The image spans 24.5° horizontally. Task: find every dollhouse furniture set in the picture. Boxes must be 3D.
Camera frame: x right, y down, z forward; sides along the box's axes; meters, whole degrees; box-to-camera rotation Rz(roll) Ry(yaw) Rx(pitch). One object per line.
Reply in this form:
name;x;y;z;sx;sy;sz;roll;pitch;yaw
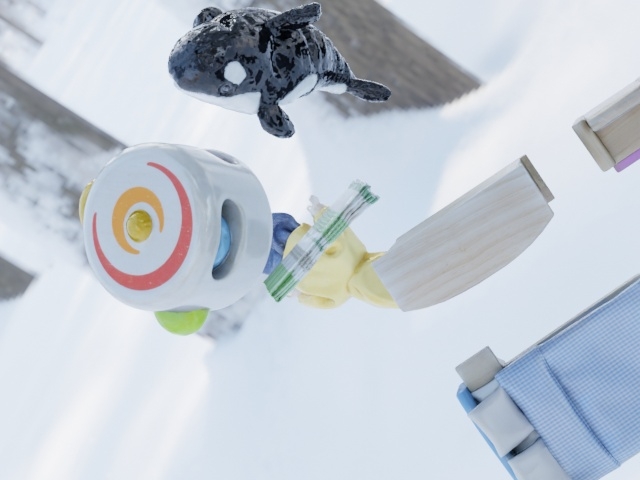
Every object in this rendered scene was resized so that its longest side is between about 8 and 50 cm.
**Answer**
dollhouse furniture set;0.230;0.069;1.184;0.286;0.303;0.198;-34;1;11

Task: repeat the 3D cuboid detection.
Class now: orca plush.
orca plush;-0.021;-0.181;1.442;0.102;0.287;0.151;-39;57;31

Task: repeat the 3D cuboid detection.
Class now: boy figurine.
boy figurine;0.001;0.018;2.060;0.092;0.285;0.177;-52;-27;-52

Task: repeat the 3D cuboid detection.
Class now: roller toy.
roller toy;-0.166;-0.016;1.664;0.191;0.209;0.146;-40;-22;25

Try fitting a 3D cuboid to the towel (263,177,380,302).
towel;0.000;0.000;1.528;0.152;0.023;0.113;-49;6;1
